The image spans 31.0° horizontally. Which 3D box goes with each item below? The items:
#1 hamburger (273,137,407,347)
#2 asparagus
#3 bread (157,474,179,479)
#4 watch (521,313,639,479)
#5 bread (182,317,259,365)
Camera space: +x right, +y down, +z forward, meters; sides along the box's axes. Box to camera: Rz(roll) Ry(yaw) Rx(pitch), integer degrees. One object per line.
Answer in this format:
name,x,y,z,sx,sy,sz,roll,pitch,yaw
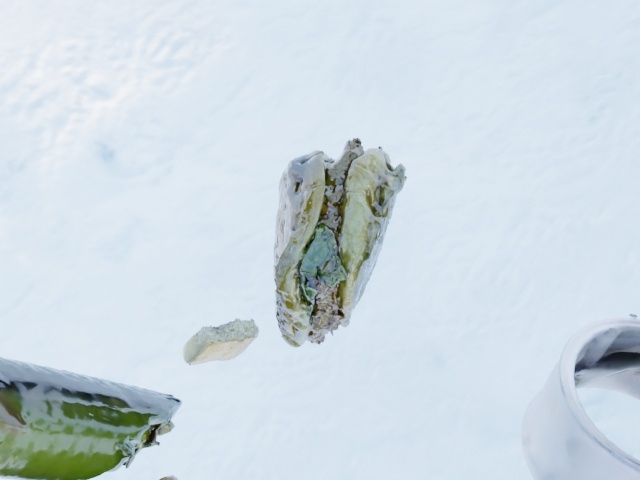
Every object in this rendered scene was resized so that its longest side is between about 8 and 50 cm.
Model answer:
hamburger,0.000,0.000,1.184,0.130,0.183,0.206,19,63,7
asparagus,-0.256,0.168,1.053,0.128,0.382,0.108,27,95,42
bread,-0.209,0.331,1.104,0.077,0.139,0.271,38,123,-8
watch,0.310,0.182,1.111,0.231,0.244,0.196,11,131,-6
bread,-0.122,0.123,1.395,0.070,0.083,0.035,-48,61,44
